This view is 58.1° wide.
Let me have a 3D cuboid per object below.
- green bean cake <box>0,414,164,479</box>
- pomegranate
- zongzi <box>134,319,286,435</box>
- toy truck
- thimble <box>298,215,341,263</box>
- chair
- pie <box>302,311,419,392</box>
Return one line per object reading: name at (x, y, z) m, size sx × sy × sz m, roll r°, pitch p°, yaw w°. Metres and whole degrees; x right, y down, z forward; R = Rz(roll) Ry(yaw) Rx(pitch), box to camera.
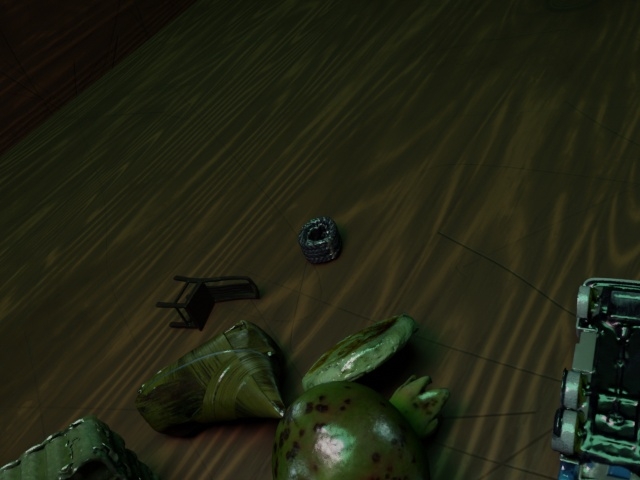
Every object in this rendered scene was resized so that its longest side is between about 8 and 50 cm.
green bean cake at (-0.392, 0.440, 0.927) m, size 0.241 × 0.255 × 0.132 m, roll -38°, pitch 34°, yaw -14°
pomegranate at (0.060, 0.302, 0.874) m, size 0.243 × 0.242 × 0.306 m, roll 4°, pitch 40°, yaw 29°
zongzi at (-0.190, 0.290, 1.028) m, size 0.286 × 0.138 × 0.300 m, roll -31°, pitch 24°, yaw -5°
toy truck at (0.417, 0.230, 0.811) m, size 0.146 × 0.175 × 0.367 m, roll 7°, pitch 50°, yaw 29°
thimble at (-0.001, -0.001, 1.336) m, size 0.095 × 0.066 × 0.104 m, roll -19°, pitch 39°, yaw 5°
chair at (-0.249, 0.139, 1.296) m, size 0.213 × 0.084 × 0.101 m, roll 0°, pitch 44°, yaw 25°
pie at (0.069, 0.202, 1.029) m, size 0.241 × 0.054 × 0.240 m, roll -33°, pitch -2°, yaw -1°
